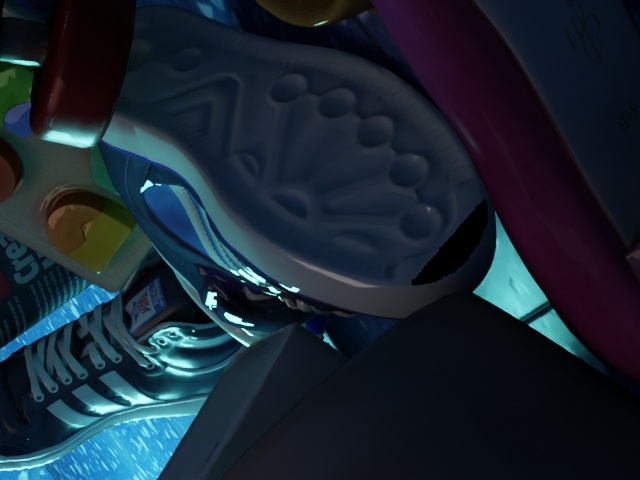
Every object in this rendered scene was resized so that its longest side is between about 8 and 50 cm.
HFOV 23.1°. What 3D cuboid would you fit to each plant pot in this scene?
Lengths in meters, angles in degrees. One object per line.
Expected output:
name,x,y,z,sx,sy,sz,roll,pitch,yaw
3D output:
plant pot,0.092,0.188,0.718,0.280,0.323,0.323,47,159,15

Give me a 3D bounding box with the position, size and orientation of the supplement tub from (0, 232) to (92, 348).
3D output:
supplement tub,-0.288,-0.009,1.302,0.191,0.272,0.191,44,157,24

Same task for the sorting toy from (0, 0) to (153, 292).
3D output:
sorting toy,-0.190,-0.058,1.126,0.193,0.038,0.208,30,132,-14

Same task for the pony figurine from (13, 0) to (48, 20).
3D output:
pony figurine,-0.352,-0.242,1.145,0.363,0.303,0.351,50,174,-38

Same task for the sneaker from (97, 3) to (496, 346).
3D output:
sneaker,-0.001,0.000,0.938,0.322,0.130,0.236,30,160,37

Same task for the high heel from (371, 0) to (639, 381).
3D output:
high heel,0.052,-0.090,0.638,0.377,0.127,0.181,51,151,0

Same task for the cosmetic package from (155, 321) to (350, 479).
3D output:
cosmetic package,0.065,0.185,0.929,0.309,0.113,0.160,35,162,-9

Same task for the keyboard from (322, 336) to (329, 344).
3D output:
keyboard,0.034,0.154,1.091,0.317,0.033,0.201,52,-164,3

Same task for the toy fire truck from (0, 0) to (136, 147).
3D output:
toy fire truck,-0.200,-0.185,0.894,0.254,0.169,0.302,-161,82,-71

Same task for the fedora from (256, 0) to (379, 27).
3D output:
fedora,-0.001,-0.156,0.725,0.194,0.079,0.194,45,158,24

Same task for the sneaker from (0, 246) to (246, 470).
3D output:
sneaker,-0.179,0.088,1.249,0.153,0.282,0.099,97,155,-54
